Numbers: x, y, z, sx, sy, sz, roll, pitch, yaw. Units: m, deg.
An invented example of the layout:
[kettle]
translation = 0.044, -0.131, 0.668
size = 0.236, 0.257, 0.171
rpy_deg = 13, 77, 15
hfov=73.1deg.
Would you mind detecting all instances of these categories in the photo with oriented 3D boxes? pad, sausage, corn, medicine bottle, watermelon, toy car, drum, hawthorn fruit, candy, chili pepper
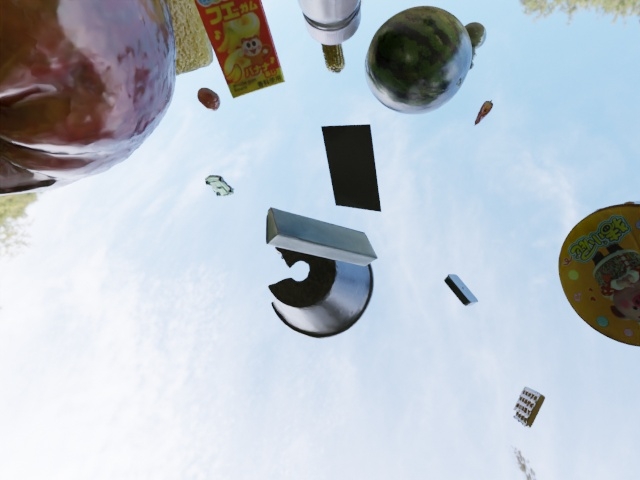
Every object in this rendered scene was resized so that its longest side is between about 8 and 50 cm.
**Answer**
[pad]
translation = 0.129, -0.297, 1.788
size = 0.248, 0.367, 0.007
rpy_deg = 11, -146, 39
[sausage]
translation = -0.364, -0.463, 1.409
size = 0.094, 0.059, 0.054
rpy_deg = 41, -57, 24
[corn]
translation = 0.038, -0.725, 1.574
size = 0.080, 0.237, 0.080
rpy_deg = -13, -177, 1
[medicine bottle]
translation = 0.019, -0.610, 1.025
size = 0.165, 0.273, 0.164
rpy_deg = -1, -98, 7
[watermelon]
translation = 0.265, -0.492, 1.191
size = 0.286, 0.285, 0.285
rpy_deg = -18, -135, 19
[toy car]
translation = -0.326, -0.180, 1.394
size = 0.059, 0.122, 0.035
rpy_deg = -9, -119, 15
[drum]
translation = 0.941, 0.083, 1.243
size = 0.214, 0.430, 0.431
rpy_deg = -9, -147, -28
[hawthorn fruit]
translation = -0.357, -0.264, 0.494
size = 0.403, 0.402, 0.402
rpy_deg = -18, -135, 19
[candy]
translation = -0.189, -0.488, 1.001
size = 0.146, 0.275, 0.088
rpy_deg = -17, -145, 0
[chili pepper]
translation = 0.713, -0.556, 1.898
size = 0.045, 0.027, 0.178
rpy_deg = 32, -112, 7

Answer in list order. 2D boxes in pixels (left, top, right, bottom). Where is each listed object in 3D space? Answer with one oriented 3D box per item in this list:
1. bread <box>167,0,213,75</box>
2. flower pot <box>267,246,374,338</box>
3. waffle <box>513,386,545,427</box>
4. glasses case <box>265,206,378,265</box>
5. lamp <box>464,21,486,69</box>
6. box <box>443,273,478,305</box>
[bread]
translation = -0.470, -0.611, 1.166
size = 0.324, 0.332, 0.143
rpy_deg = -28, -130, -26
[flower pot]
translation = -0.019, 0.116, 1.371
size = 0.380, 0.251, 0.378
rpy_deg = -4, -106, 12
[waffle]
translation = 0.514, 0.413, 1.075
size = 0.021, 0.135, 0.092
rpy_deg = 27, -97, 15
[glasses case]
translation = 0.000, 0.000, 1.017
size = 0.056, 0.266, 0.105
rpy_deg = -59, -148, 29
[lamp]
translation = 0.520, -0.667, 1.494
size = 0.091, 0.091, 0.163
rpy_deg = 7, -97, 37
[box]
translation = 0.487, 0.173, 1.503
size = 0.031, 0.091, 0.126
rpy_deg = -48, -119, 25
